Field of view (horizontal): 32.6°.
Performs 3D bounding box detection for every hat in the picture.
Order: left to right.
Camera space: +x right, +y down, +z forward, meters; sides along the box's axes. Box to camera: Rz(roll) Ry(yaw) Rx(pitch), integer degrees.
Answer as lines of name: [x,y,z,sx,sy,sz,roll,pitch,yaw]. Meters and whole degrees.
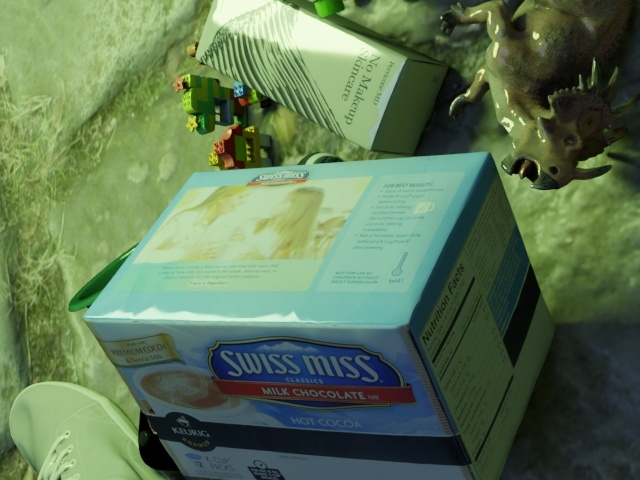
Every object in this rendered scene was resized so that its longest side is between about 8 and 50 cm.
hat: [-0.216,0.110,1.447,0.184,0.208,0.173,54,159,-13]

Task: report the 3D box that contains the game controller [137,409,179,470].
game controller: [-0.116,0.200,1.346,0.319,0.067,0.167,-9,81,42]

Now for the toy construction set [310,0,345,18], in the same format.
toy construction set: [0.094,-0.336,1.112,0.327,0.215,0.151,-32,92,31]

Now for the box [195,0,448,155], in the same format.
box: [-0.004,-0.198,1.222,0.275,0.094,0.113,30,108,32]

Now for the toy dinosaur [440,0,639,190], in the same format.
toy dinosaur: [0.228,-0.184,1.019,0.200,0.127,0.296,26,89,31]

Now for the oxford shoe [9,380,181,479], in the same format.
oxford shoe: [-0.317,0.320,1.487,0.449,0.130,0.169,30,109,42]

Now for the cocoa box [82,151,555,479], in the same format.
cocoa box: [0.005,0.077,1.034,0.347,0.231,0.228,-2,130,32]

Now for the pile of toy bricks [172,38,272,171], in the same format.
pile of toy bricks: [-0.135,-0.178,1.362,0.118,0.105,0.212,-13,78,42]

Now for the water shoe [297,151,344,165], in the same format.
water shoe: [0.000,0.000,1.264,0.080,0.072,0.203,-159,74,-71]
